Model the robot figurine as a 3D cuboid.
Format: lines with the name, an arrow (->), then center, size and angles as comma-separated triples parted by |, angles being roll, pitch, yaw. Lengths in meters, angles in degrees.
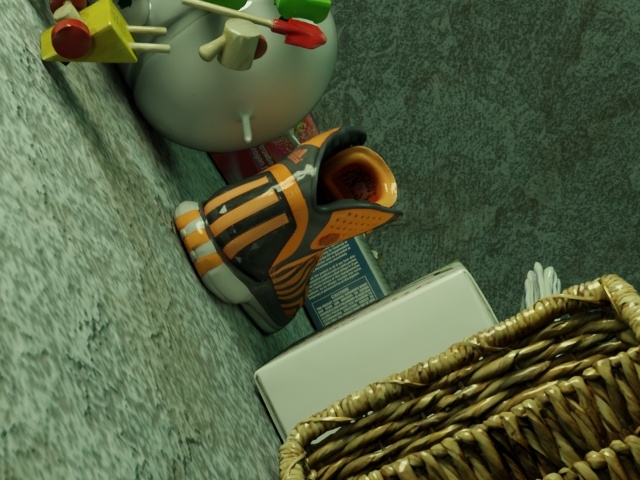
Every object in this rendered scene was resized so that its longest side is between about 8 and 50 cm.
robot figurine -> -0.112, -0.230, 1.167 | 0.300, 0.200, 0.353 | -5, 64, -54

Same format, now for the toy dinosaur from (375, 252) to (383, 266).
toy dinosaur -> 0.041, 0.034, 1.805 | 0.093, 0.053, 0.183 | 13, -48, 39

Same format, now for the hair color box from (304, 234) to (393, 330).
hair color box -> 0.000, 0.000, 1.663 | 0.347, 0.105, 0.174 | 63, 5, 5

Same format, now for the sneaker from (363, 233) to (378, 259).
sneaker -> 0.019, -0.025, 2.110 | 0.228, 0.092, 0.087 | 58, 8, -30

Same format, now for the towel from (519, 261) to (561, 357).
towel -> 0.195, 0.187, 1.151 | 0.285, 0.034, 0.209 | 87, 7, -45

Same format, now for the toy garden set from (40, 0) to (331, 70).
toy garden set -> -0.113, -0.183, 0.971 | 0.203, 0.244, 0.049 | -108, -151, -50

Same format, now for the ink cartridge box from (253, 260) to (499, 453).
ink cartridge box -> 0.067, 0.113, 1.136 | 0.117, 0.201, 0.278 | 63, 4, 2

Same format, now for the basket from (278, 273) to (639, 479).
basket -> 0.131, 0.184, 0.851 | 0.213, 0.299, 0.223 | -33, 98, -84

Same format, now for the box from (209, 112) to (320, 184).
box -> -0.110, -0.199, 1.462 | 0.257, 0.128, 0.122 | 60, 5, -34

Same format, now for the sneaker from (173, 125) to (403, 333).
sneaker -> -0.006, -0.007, 1.161 | 0.124, 0.180, 0.321 | 63, 5, 7
